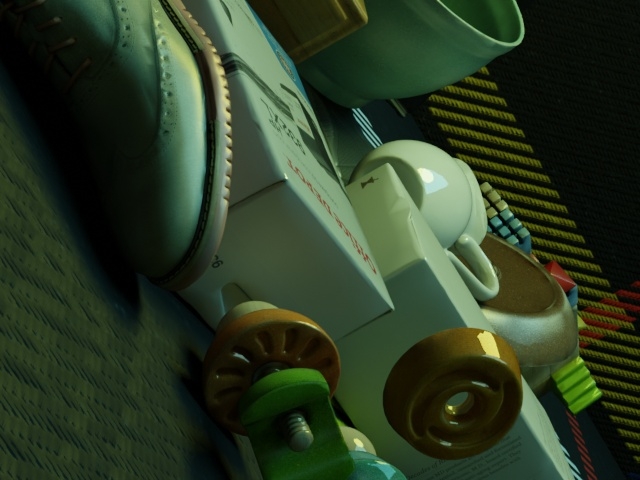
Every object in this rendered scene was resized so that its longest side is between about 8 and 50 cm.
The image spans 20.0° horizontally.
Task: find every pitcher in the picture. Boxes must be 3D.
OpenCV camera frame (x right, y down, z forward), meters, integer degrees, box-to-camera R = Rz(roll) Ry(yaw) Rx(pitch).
[{"bbox_3d":[0.120,-0.018,1.928,0.178,0.125,0.207,61,18,15],"label":"pitcher"}]

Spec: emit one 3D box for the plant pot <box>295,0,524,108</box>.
[{"bbox_3d":[0.058,-0.270,2.021,0.293,0.196,0.293,39,26,-23],"label":"plant pot"}]

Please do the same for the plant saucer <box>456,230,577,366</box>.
[{"bbox_3d":[0.159,0.042,2.083,0.310,0.050,0.310,19,23,-8],"label":"plant saucer"}]

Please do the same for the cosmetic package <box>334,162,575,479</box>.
[{"bbox_3d":[0.107,0.131,1.802,0.365,0.155,0.197,55,10,-28],"label":"cosmetic package"}]

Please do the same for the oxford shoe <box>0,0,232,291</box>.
[{"bbox_3d":[-0.175,-0.143,1.313,0.146,0.140,0.397,5,55,-41],"label":"oxford shoe"}]

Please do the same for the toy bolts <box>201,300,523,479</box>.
[{"bbox_3d":[0.033,0.134,1.336,0.158,0.218,0.228,-116,-169,-57],"label":"toy bolts"}]

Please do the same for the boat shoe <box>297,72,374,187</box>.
[{"bbox_3d":[-0.008,-0.092,2.033,0.118,0.103,0.320,13,47,-55],"label":"boat shoe"}]

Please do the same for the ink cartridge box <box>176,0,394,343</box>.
[{"bbox_3d":[-0.077,-0.075,1.502,0.223,0.129,0.307,50,14,-51],"label":"ink cartridge box"}]

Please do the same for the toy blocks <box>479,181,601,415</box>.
[{"bbox_3d":[0.213,0.037,2.376,0.381,0.190,0.261,51,-12,30],"label":"toy blocks"}]

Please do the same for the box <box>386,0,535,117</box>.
[{"bbox_3d":[0.023,-0.488,2.523,0.472,0.297,0.480,49,4,21],"label":"box"}]

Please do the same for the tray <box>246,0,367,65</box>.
[{"bbox_3d":[-0.146,-0.323,1.644,0.411,0.203,0.076,57,11,-24],"label":"tray"}]
